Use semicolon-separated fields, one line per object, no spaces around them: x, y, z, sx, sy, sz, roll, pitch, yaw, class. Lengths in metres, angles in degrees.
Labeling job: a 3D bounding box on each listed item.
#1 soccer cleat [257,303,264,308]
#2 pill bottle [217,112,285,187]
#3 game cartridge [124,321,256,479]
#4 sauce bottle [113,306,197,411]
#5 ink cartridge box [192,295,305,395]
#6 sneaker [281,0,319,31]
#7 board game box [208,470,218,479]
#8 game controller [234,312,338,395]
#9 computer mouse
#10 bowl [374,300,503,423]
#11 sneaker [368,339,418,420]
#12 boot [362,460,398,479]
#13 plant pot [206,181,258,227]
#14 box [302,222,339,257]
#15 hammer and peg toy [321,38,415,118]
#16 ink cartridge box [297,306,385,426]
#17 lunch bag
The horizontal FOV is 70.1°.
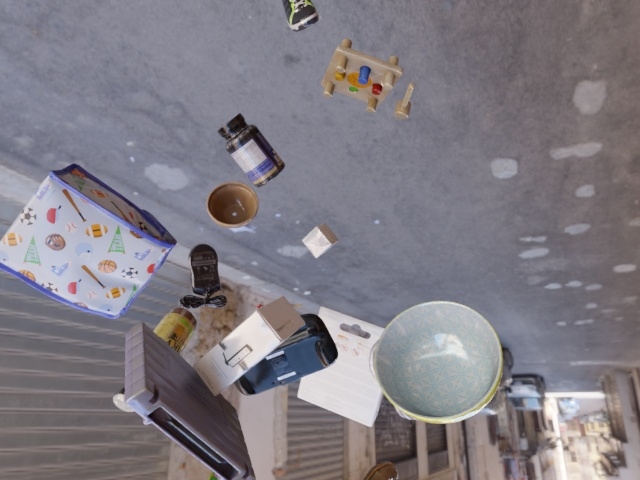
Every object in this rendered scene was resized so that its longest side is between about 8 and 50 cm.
-0.219;0.283;1.857;0.083;0.029;0.035;23;167;5;soccer cleat
-0.222;-0.288;1.451;0.122;0.123;0.219;-20;115;43;pill bottle
-0.274;0.348;0.955;0.355;0.068;0.230;57;171;-31;game cartridge
-0.476;0.340;1.330;0.111;0.344;0.111;6;123;9;sauce bottle
-0.149;0.221;0.981;0.203;0.086;0.148;-42;173;16;ink cartridge box
-0.075;-0.656;1.245;0.084;0.235;0.097;-28;138;7;sneaker
-0.257;0.612;1.018;0.043;0.092;0.181;20;-176;-2;board game box
-0.115;0.318;1.250;0.319;0.067;0.166;-24;110;14;game controller
-0.487;0.150;1.885;0.188;0.272;0.072;-1;162;-15;computer mouse
0.289;0.304;1.083;0.289;0.290;0.156;-10;140;24;bowl
0.233;0.380;1.251;0.115;0.105;0.281;-3;125;52;sneaker
0.156;0.705;1.247;0.115;0.112;0.305;12;-175;33;boot
-0.408;-0.149;2.141;0.237;0.237;0.110;2;155;-5;plant pot
0.000;0.000;1.922;0.101;0.102;0.087;-42;174;27;box
0.201;-0.597;1.709;0.361;0.127;0.266;16;166;-9;hammer and peg toy
0.103;0.462;1.713;0.308;0.385;0.091;17;-168;16;ink cartridge box
-0.677;0.017;1.362;0.385;0.328;0.239;36;-171;-17;lunch bag
